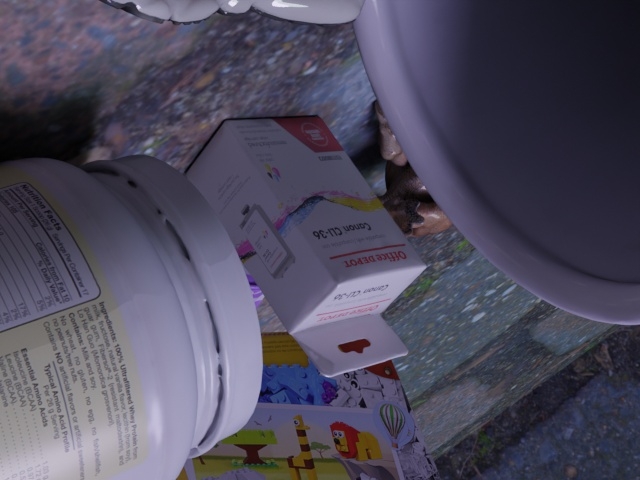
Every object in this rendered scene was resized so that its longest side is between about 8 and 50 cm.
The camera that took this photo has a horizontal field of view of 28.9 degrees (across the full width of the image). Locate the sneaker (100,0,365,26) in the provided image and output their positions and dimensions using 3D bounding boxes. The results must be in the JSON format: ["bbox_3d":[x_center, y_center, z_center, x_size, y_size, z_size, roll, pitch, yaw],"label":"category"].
[{"bbox_3d":[-0.060,-0.181,0.621,0.279,0.107,0.118,-13,133,-52],"label":"sneaker"}]

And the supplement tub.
[{"bbox_3d":[-0.221,0.084,0.732,0.324,0.235,0.235,-20,156,-35],"label":"supplement tub"}]

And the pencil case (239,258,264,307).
[{"bbox_3d":[-0.105,0.068,1.104,0.088,0.086,0.206,-8,149,-37],"label":"pencil case"}]

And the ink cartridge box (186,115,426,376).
[{"bbox_3d":[0.000,0.000,0.946,0.115,0.198,0.067,-10,150,-50],"label":"ink cartridge box"}]

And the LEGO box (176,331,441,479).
[{"bbox_3d":[-0.132,0.277,0.959,0.500,0.373,0.193,0,145,-36],"label":"LEGO box"}]

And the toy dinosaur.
[{"bbox_3d":[0.122,-0.063,1.127,0.295,0.127,0.200,-28,167,-2],"label":"toy dinosaur"}]

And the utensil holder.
[{"bbox_3d":[0.262,-0.180,0.771,0.385,0.328,0.328,-29,160,-22],"label":"utensil holder"}]
